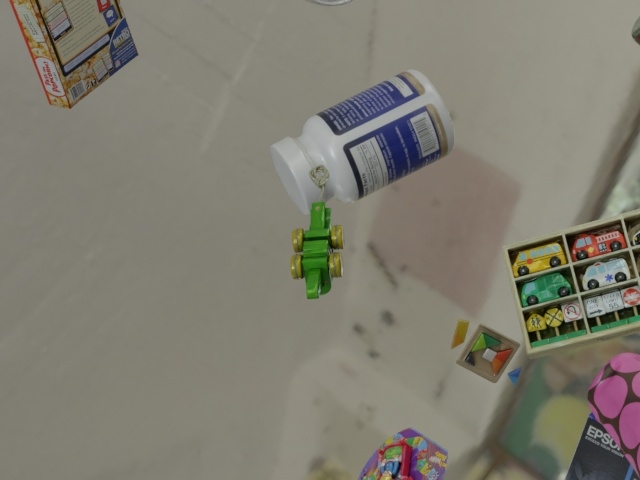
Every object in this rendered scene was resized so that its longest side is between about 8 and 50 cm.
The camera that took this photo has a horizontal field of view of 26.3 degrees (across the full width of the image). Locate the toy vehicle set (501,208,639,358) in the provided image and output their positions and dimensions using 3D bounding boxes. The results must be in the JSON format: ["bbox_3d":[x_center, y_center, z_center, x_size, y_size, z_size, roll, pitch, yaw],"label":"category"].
[{"bbox_3d":[0.403,0.055,1.934,0.267,0.166,0.035,-16,-20,10],"label":"toy vehicle set"}]

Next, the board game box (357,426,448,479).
[{"bbox_3d":[0.100,0.317,1.882,0.033,0.169,0.133,42,-98,-28],"label":"board game box"}]

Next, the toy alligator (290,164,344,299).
[{"bbox_3d":[0.000,0.000,1.566,0.051,0.056,0.189,75,-166,-50],"label":"toy alligator"}]

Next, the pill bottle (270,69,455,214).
[{"bbox_3d":[0.065,-0.151,2.167,0.265,0.153,0.153,-26,-31,-10],"label":"pill bottle"}]

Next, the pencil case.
[{"bbox_3d":[0.378,0.222,1.545,0.095,0.209,0.098,23,-68,-29],"label":"pencil case"}]

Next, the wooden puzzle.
[{"bbox_3d":[0.236,0.161,1.941,0.014,0.116,0.078,-87,19,-70],"label":"wooden puzzle"}]

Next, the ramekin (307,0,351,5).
[{"bbox_3d":[-0.010,-0.457,2.046,0.207,0.109,0.207,-13,-69,-37],"label":"ramekin"}]

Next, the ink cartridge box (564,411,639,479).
[{"bbox_3d":[0.409,0.353,1.849,0.065,0.165,0.332,2,-71,-55],"label":"ink cartridge box"}]

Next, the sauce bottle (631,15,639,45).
[{"bbox_3d":[0.462,-0.128,1.324,0.111,0.344,0.111,-51,5,6],"label":"sauce bottle"}]

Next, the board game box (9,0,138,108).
[{"bbox_3d":[-0.333,-0.298,1.848,0.147,0.045,0.193,-46,-44,-36],"label":"board game box"}]
